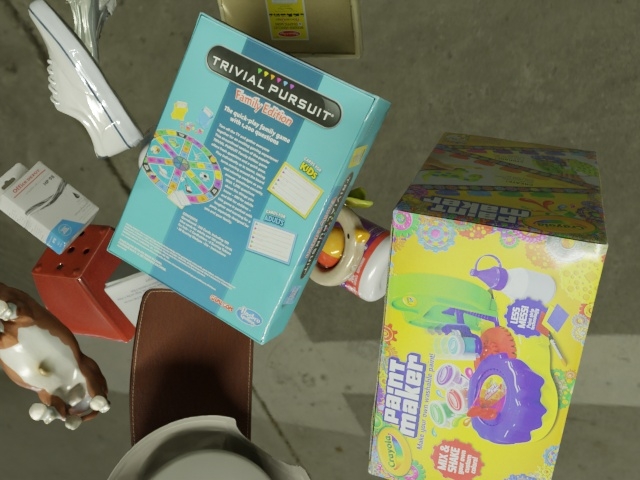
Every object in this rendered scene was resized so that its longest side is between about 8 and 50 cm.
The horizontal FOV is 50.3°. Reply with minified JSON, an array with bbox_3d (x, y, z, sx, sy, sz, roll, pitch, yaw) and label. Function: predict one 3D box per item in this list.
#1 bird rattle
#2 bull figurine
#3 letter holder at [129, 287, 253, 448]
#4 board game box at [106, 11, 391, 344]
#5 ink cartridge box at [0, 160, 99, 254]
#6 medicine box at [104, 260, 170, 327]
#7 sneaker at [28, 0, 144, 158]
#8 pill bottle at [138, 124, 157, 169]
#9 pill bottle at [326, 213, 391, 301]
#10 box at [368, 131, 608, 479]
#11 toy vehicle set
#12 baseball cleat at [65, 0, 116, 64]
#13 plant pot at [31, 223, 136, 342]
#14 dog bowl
[{"bbox_3d":[0.000,0.000,1.347,0.143,0.207,0.254,20,111,-43],"label":"bird rattle"},{"bbox_3d":[-0.412,0.143,0.945,0.310,0.101,0.188,46,170,-19],"label":"bull figurine"},{"bbox_3d":[-0.246,0.249,1.238,0.214,0.302,0.152,6,167,-24],"label":"letter holder"},{"bbox_3d":[-0.098,-0.078,0.876,0.253,0.079,0.336,29,103,14],"label":"board game box"},{"bbox_3d":[-0.528,-0.073,1.290,0.180,0.104,0.060,40,144,-10],"label":"ink cartridge box"},{"bbox_3d":[-0.283,0.111,1.497,0.149,0.264,0.289,-19,118,25],"label":"medicine box"},{"bbox_3d":[-0.381,-0.243,1.055,0.091,0.094,0.258,-32,106,-4],"label":"sneaker"},{"bbox_3d":[-0.306,-0.161,1.316,0.087,0.160,0.087,-4,118,-9],"label":"pill bottle"},{"bbox_3d":[0.044,0.010,1.735,0.322,0.181,0.182,28,139,25],"label":"pill bottle"},{"bbox_3d":[0.175,0.067,0.720,0.176,0.279,0.290,10,116,16],"label":"box"},{"bbox_3d":[-0.058,-0.422,1.256,0.266,0.035,0.166,6,130,16],"label":"toy vehicle set"},{"bbox_3d":[-0.449,-0.428,1.361,0.072,0.109,0.206,26,128,22],"label":"baseball cleat"},{"bbox_3d":[-0.629,0.096,1.897,0.267,0.267,0.236,4,144,26],"label":"plant pot"},{"bbox_3d":[-0.172,0.448,1.022,0.348,0.349,0.102,32,144,-6],"label":"dog bowl"}]
